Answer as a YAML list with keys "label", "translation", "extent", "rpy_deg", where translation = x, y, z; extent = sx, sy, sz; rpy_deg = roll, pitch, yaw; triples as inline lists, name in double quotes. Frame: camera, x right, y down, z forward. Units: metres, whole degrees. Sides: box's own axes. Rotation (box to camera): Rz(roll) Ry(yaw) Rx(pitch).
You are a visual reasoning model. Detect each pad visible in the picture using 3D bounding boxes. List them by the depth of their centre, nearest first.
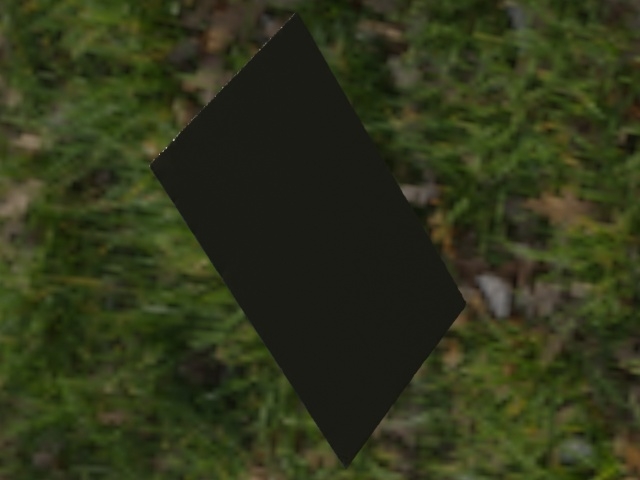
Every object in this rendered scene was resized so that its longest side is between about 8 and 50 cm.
- label: "pad"
  translation: [0.000, 0.000, 0.961]
  extent: [0.004, 0.127, 0.190]
  rpy_deg: [-6, 124, 46]
